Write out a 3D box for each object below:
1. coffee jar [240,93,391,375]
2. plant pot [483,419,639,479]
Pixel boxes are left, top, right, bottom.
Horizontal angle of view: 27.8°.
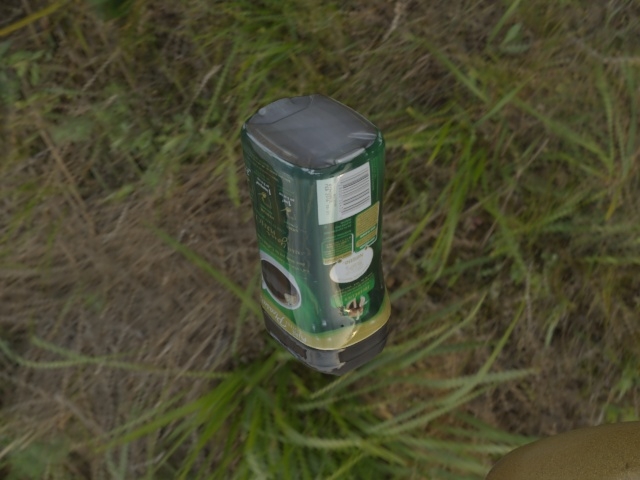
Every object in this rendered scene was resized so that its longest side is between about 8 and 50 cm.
[{"bbox_3d":[0.000,0.000,0.878,0.096,0.079,0.184,38,144,41],"label":"coffee jar"},{"bbox_3d":[0.318,0.279,1.296,0.237,0.237,0.254,44,145,0],"label":"plant pot"}]
